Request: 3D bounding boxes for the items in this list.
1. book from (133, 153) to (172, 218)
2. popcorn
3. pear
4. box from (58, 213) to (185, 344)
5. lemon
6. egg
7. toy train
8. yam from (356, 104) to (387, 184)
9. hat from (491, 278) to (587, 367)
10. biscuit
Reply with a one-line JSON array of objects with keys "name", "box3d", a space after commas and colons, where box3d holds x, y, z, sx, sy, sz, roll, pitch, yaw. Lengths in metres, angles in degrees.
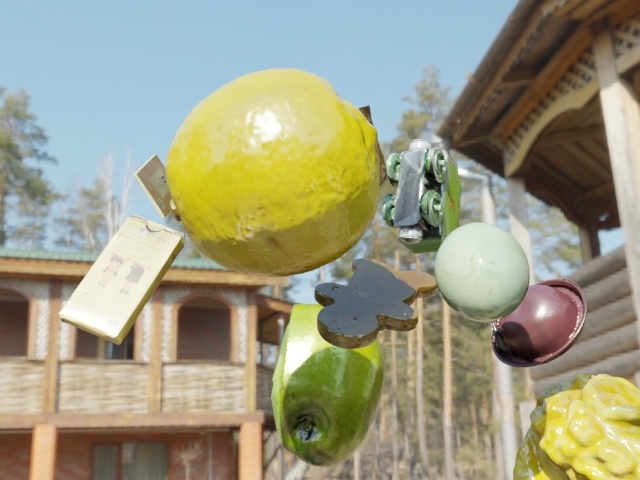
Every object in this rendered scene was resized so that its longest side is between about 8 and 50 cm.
[{"name": "book", "box3d": [-0.372, -0.127, 1.774, 0.012, 0.118, 0.172, -26, 17, 13]}, {"name": "popcorn", "box3d": [0.539, 0.435, 1.455, 0.349, 0.382, 0.349, 27, 15, -8]}, {"name": "pear", "box3d": [0.019, 0.360, 1.749, 0.238, 0.318, 0.342, 3, -49, 10]}, {"name": "box", "box3d": [-0.215, 0.040, 0.847, 0.073, 0.149, 0.020, 20, -33, 12]}, {"name": "lemon", "box3d": [-0.072, -0.101, 1.209, 0.347, 0.348, 0.348, -2, -17, -1]}, {"name": "egg", "box3d": [0.259, 0.048, 1.241, 0.149, 0.192, 0.149, 2, -60, 3]}, {"name": "toy train", "box3d": [0.295, -0.120, 2.164, 0.173, 0.307, 0.249, -5, -22, 32]}, {"name": "yam", "box3d": [0.098, -0.243, 2.062, 0.128, 0.238, 0.129, -18, 17, -2]}, {"name": "hat", "box3d": [0.400, 0.145, 1.445, 0.205, 0.205, 0.089, -18, -50, 42]}, {"name": "biscuit", "box3d": [0.087, 0.116, 1.388, 0.196, 0.049, 0.301, 14, 26, 21]}]
